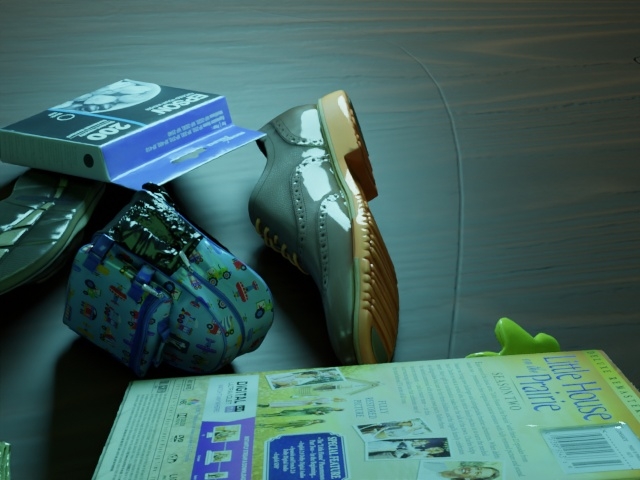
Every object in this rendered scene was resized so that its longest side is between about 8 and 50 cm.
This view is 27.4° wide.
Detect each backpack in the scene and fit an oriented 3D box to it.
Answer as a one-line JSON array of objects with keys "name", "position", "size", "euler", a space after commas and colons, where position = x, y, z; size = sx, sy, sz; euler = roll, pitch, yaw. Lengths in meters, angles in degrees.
[{"name": "backpack", "position": [-0.137, 0.059, 1.225], "size": [0.173, 0.158, 0.117], "euler": [35, 51, 5]}]

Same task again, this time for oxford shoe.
[{"name": "oxford shoe", "position": [0.000, 0.000, 1.381], "size": [0.132, 0.130, 0.364], "euler": [-16, 46, 7]}]

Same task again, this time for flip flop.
[{"name": "flip flop", "position": [-0.287, -0.002, 1.303], "size": [0.112, 0.080, 0.277], "euler": [7, 24, 7]}]

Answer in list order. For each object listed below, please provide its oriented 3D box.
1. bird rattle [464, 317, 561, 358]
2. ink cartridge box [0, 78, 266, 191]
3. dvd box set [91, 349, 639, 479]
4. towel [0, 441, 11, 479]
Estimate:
[{"name": "bird rattle", "position": [0.203, 0.212, 1.208], "size": [0.207, 0.143, 0.253], "euler": [-36, 72, -27]}, {"name": "ink cartridge box", "position": [-0.200, -0.117, 1.412], "size": [0.208, 0.045, 0.206], "euler": [13, 28, 32]}, {"name": "dvd box set", "position": [0.046, 0.164, 1.014], "size": [0.420, 0.062, 0.307], "euler": [-4, 12, -2]}, {"name": "towel", "position": [-0.332, 0.206, 1.084], "size": [0.148, 0.027, 0.110], "euler": [7, 42, -12]}]
